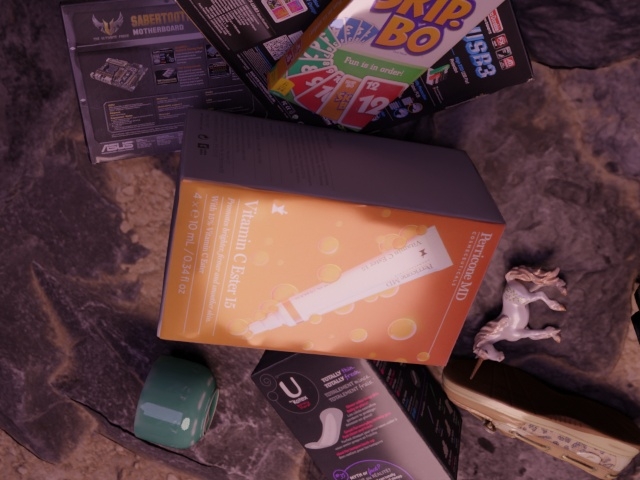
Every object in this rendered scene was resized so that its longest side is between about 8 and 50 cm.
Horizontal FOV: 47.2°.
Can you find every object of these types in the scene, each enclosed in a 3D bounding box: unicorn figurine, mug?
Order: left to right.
[{"bbox_3d":[-0.209,0.245,1.116,0.097,0.158,0.130,14,92,4],"label":"mug"},{"bbox_3d":[0.263,0.105,0.971,0.111,0.060,0.162,6,99,11],"label":"unicorn figurine"}]

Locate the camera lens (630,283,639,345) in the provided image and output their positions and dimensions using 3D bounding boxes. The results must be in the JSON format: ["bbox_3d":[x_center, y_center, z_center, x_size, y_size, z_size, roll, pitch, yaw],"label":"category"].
[{"bbox_3d":[0.510,0.111,0.816,0.274,0.219,0.220,-21,108,22],"label":"camera lens"}]

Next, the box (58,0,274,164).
[{"bbox_3d":[-0.175,-0.200,0.872,0.230,0.056,0.183,-12,115,-16],"label":"box"}]

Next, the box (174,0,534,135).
[{"bbox_3d":[0.047,-0.233,0.770,0.293,0.073,0.295,-18,146,19],"label":"box"}]

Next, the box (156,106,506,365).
[{"bbox_3d":[0.000,0.000,0.851,0.345,0.168,0.215,7,124,-12],"label":"box"}]

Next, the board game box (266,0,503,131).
[{"bbox_3d":[0.069,-0.209,0.717,0.124,0.039,0.259,18,138,-32],"label":"board game box"}]

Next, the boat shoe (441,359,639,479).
[{"bbox_3d":[0.292,0.249,0.997,0.285,0.105,0.089,22,115,2],"label":"boat shoe"}]

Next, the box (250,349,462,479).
[{"bbox_3d":[0.058,0.222,1.019,0.165,0.143,0.270,-29,105,24],"label":"box"}]
